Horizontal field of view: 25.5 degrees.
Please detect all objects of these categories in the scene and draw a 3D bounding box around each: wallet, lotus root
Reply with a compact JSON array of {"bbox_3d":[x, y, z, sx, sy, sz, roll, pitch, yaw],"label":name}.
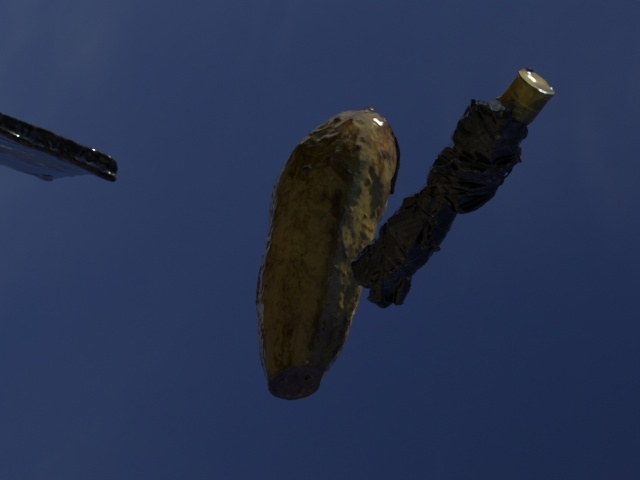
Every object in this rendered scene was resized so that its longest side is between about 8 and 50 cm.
[{"bbox_3d":[-0.297,-0.090,1.376,0.285,0.146,0.030,2,-110,65],"label":"wallet"},{"bbox_3d":[0.000,0.000,1.134,0.110,0.097,0.258,111,-6,-63],"label":"lotus root"}]

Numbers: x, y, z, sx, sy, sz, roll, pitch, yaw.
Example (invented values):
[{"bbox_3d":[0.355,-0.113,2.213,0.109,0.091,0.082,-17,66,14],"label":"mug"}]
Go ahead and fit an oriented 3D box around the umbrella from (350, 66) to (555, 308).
[{"bbox_3d":[0.064,-0.025,0.700,0.144,0.037,0.040,-53,-165,29],"label":"umbrella"}]
